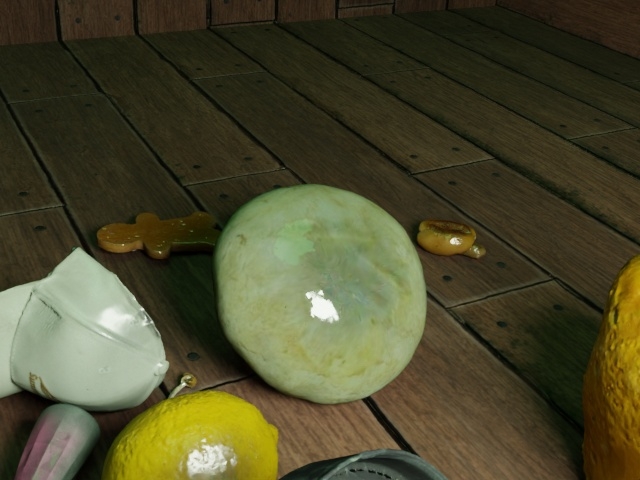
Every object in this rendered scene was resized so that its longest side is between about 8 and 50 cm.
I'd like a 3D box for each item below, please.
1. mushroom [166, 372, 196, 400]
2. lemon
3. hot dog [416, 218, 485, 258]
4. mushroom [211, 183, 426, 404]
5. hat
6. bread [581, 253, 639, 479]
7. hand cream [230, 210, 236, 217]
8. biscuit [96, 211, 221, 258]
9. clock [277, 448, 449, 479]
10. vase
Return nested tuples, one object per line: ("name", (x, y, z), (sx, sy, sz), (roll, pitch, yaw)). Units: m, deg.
("mushroom", (-0.229, 0.279, 1.167), (0.026, 0.028, 0.286), (45, 29, -14))
("lemon", (-0.158, 0.280, 1.005), (0.256, 0.188, 0.188), (-20, 37, -31))
("hot dog", (0.266, -0.001, 1.685), (0.140, 0.060, 0.090), (3, 33, 12))
("mushroom", (-0.001, 0.076, 1.274), (0.352, 0.260, 0.352), (8, 67, -20))
("hat", (-0.376, 0.177, 1.146), (0.301, 0.258, 0.168), (-22, 50, -18))
("bread", (0.455, 0.208, 1.035), (0.250, 0.394, 0.361), (-15, 34, -1))
("hand cream", (-0.088, 0.023, 1.617), (0.079, 0.050, 0.275), (-35, 48, -13))
("biscuit", (-0.317, -0.006, 1.640), (0.250, 0.036, 0.165), (-6, 30, -23))
("clock", (0.044, 0.374, 0.700), (0.076, 0.386, 0.386), (-16, 15, 36))
("vase", (-0.356, 0.309, 1.041), (0.086, 0.086, 0.214), (7, 34, 6))
